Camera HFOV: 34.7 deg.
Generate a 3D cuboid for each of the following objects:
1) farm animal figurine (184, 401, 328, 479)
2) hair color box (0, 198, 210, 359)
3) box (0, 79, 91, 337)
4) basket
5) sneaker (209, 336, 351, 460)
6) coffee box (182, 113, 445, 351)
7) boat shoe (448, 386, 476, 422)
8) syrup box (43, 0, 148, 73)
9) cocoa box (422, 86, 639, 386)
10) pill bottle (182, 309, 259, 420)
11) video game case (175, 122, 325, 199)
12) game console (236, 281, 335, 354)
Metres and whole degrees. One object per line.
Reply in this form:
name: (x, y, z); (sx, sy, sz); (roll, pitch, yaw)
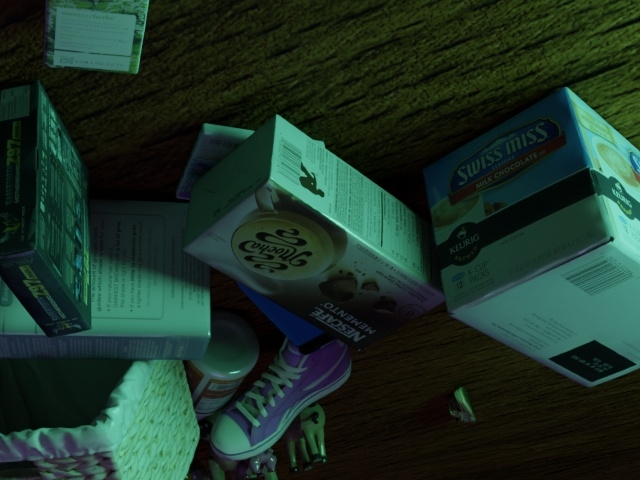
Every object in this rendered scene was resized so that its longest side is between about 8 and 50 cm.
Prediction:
farm animal figurine: (-0.150, 0.374, 1.904); (0.330, 0.172, 0.327); (-13, 160, -2)
hair color box: (-0.333, 0.050, 1.317); (0.374, 0.185, 0.113); (2, 157, -12)
box: (-0.313, -0.034, 1.156); (0.059, 0.232, 0.183); (-10, 148, 3)
basket: (-0.370, 0.282, 1.466); (0.328, 0.331, 0.266); (-7, 116, 11)
sneaker: (-0.073, 0.225, 1.651); (0.282, 0.102, 0.161); (-39, 149, -22)
coffee box: (0.000, 0.000, 1.278); (0.297, 0.119, 0.168); (33, 130, -29)
boat shoe: (0.270, 0.323, 1.975); (0.045, 0.050, 0.135); (-17, 146, 7)
syrup box: (-0.202, -0.266, 0.935); (0.093, 0.096, 0.237); (2, 146, -15)
cocoa box: (0.332, 0.010, 1.327); (0.231, 0.228, 0.347); (-29, 141, 32)
pill bottle: (-0.187, 0.212, 1.666); (0.121, 0.121, 0.216); (8, 145, -21)
video game case: (-0.092, -0.089, 1.303); (0.157, 0.019, 0.143); (7, 146, -20)
game console: (0.069, 0.037, 1.518); (0.293, 0.173, 0.250); (-32, 108, 34)
